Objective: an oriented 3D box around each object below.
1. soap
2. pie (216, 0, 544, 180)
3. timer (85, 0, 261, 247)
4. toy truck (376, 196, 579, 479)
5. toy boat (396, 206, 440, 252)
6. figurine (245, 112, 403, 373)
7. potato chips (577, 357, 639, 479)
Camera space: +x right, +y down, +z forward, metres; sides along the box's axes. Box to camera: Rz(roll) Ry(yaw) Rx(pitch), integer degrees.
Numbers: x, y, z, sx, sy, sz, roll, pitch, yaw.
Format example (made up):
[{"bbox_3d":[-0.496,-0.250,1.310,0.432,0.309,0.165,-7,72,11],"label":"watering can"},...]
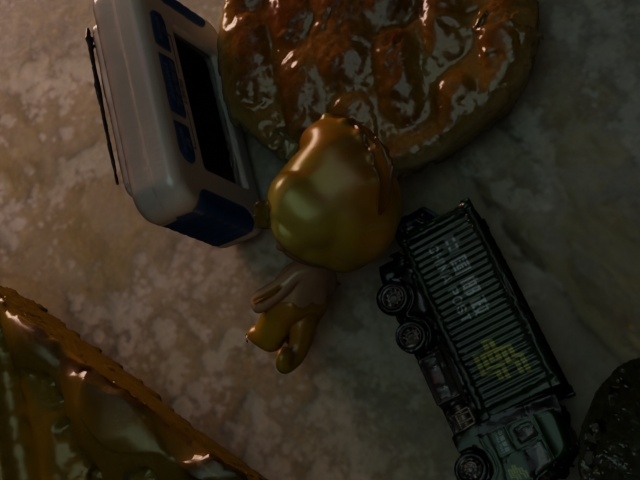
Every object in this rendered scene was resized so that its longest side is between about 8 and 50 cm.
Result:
[{"bbox_3d":[-0.202,0.141,1.164,0.304,0.169,0.339,-21,72,14],"label":"soap"},{"bbox_3d":[0.052,-0.209,1.209,0.339,0.083,0.340,-5,77,21],"label":"pie"},{"bbox_3d":[-0.146,-0.122,1.204,0.078,0.178,0.254,-22,69,19],"label":"timer"},{"bbox_3d":[0.143,0.107,1.091,0.121,0.088,0.259,-28,68,11],"label":"toy truck"},{"bbox_3d":[0.080,-0.004,1.170,0.083,0.038,0.038,-28,69,12],"label":"toy boat"},{"bbox_3d":[0.000,0.000,1.116,0.131,0.156,0.246,45,130,36],"label":"figurine"},{"bbox_3d":[0.326,0.187,1.008,0.219,0.029,0.202,20,62,16],"label":"potato chips"}]
